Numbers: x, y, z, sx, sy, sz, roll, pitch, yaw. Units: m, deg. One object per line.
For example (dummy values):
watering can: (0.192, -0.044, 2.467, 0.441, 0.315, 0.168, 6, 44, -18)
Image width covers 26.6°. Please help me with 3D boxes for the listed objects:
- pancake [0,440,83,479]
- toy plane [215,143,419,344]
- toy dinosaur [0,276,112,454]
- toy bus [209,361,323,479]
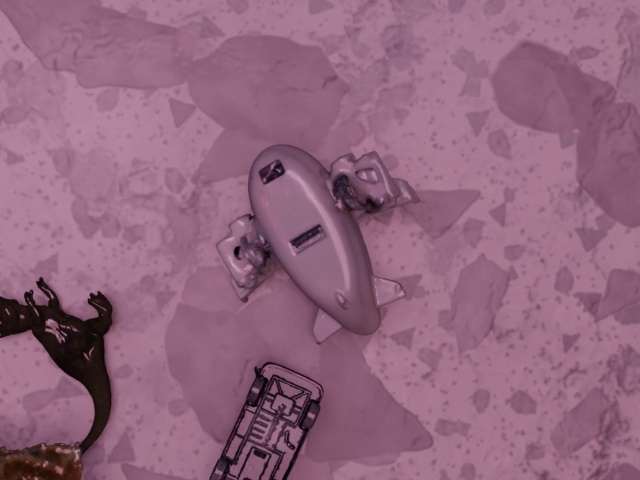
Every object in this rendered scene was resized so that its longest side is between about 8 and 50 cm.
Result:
pancake: (-0.425, 0.318, 1.500, 0.426, 0.067, 0.305, 14, 103, 10)
toy plane: (0.000, 0.000, 1.559, 0.244, 0.117, 0.245, 1, 95, 14)
toy dinosaur: (-0.312, 0.138, 1.577, 0.187, 0.087, 0.179, 29, 123, 13)
toy bus: (-0.066, 0.229, 1.551, 0.086, 0.098, 0.178, 25, 89, -1)
